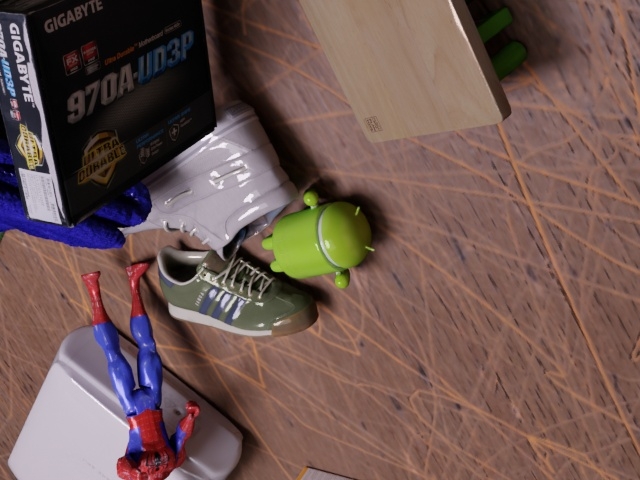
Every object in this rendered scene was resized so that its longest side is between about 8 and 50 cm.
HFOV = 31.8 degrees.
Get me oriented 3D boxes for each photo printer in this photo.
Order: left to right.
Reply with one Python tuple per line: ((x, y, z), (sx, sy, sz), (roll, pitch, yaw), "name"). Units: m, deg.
((-0.260, 0.278, 1.420), (0.256, 0.107, 0.307), (38, 133, 3), "photo printer")

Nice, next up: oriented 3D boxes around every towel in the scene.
((-0.333, -0.047, 1.080), (0.308, 0.227, 0.076), (4, 83, 48), "towel")

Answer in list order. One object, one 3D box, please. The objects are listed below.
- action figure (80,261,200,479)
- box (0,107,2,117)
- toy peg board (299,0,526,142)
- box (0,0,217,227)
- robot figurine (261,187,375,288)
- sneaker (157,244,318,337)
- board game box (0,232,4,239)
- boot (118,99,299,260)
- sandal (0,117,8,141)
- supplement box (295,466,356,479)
((-0.188, 0.165, 1.217), (0.139, 0.091, 0.280), (-12, 89, 64), "action figure")
((-0.390, -0.179, 1.149), (0.156, 0.158, 0.093), (13, 126, 24), "box")
((0.083, -0.176, 0.931), (0.160, 0.079, 0.161), (-3, 119, 51), "toy peg board")
((-0.172, -0.135, 0.928), (0.051, 0.220, 0.175), (10, 120, 27), "box")
((0.000, 0.000, 1.095), (0.115, 0.067, 0.101), (-14, 101, 37), "robot figurine")
((-0.098, 0.047, 1.188), (0.192, 0.064, 0.086), (5, 128, 33), "sneaker")
((-0.526, -0.086, 1.376), (0.317, 0.046, 0.213), (40, 132, 2), "board game box")
((-0.134, -0.028, 1.132), (0.258, 0.095, 0.123), (-32, 89, 40), "boot")
((-0.340, -0.118, 1.243), (0.254, 0.054, 0.097), (14, 135, 11), "sandal")
((0.020, 0.310, 1.317), (0.098, 0.036, 0.062), (9, 125, 26), "supplement box")
